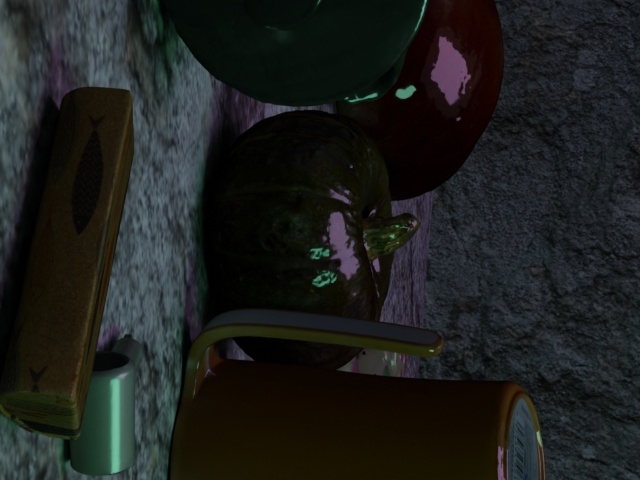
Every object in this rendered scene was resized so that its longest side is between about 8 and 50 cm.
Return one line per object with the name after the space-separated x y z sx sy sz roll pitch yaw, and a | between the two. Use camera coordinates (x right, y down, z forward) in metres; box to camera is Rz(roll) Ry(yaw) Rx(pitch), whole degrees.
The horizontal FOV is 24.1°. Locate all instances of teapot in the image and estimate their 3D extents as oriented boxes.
-0.007 -0.254 1.054 0.270 0.200 0.337 61 22 -19 | teapot

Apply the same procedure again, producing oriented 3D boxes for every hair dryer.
-0.120 0.083 0.865 0.124 0.038 0.063 -84 176 -74 | hair dryer

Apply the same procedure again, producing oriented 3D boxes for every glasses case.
-0.126 0.009 0.755 0.064 0.041 0.170 101 -4 -63 | glasses case

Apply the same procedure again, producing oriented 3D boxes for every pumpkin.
0.000 0.000 1.202 0.219 0.162 0.219 -2 90 -80 | pumpkin

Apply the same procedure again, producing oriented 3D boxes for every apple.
0.105 -0.240 1.974 0.329 0.295 0.365 -38 -146 48 | apple

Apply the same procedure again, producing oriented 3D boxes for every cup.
0.019 0.152 1.093 0.182 0.264 0.226 -56 137 -59 | cup

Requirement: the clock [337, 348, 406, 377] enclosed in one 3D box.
0.018 0.223 1.541 0.309 0.114 0.284 23 71 -80 | clock
